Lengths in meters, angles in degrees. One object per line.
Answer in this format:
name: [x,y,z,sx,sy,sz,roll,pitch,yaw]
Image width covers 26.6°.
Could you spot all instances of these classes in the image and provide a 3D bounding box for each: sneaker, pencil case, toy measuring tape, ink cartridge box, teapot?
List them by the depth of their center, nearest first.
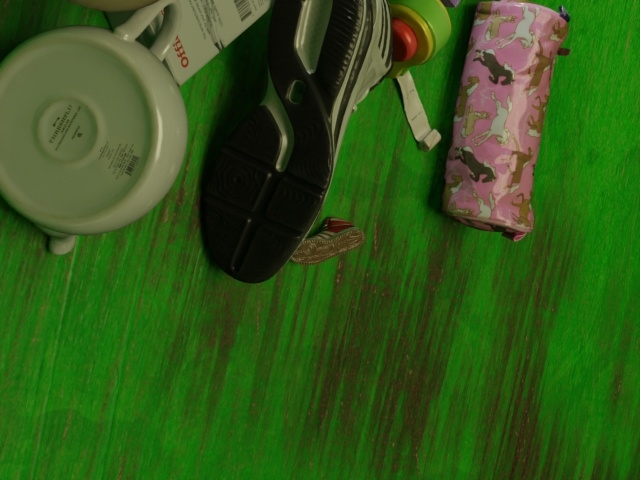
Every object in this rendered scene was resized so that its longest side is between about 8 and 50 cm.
teapot: [-0.256,-0.131,1.560,0.187,0.256,0.252,-22,94,-77]
ink cartridge box: [-0.168,-0.312,1.701,0.208,0.087,0.153,-46,130,-33]
sneaker: [0.002,-0.155,1.872,0.257,0.169,0.447,-11,123,-66]
sneaker: [0.000,0.000,2.006,0.119,0.067,0.042,-15,115,-15]
toy measuring tape: [0.157,-0.273,2.064,0.121,0.121,0.330,-46,130,-32]
pencil case: [0.302,-0.199,2.217,0.160,0.167,0.386,18,84,-82]

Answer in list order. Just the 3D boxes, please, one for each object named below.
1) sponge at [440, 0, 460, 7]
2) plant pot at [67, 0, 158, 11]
sponge: [0.174,-0.468,2.104,0.210,0.031,0.117,39,69,-47]
plant pot: [-0.200,-0.407,1.423,0.284,0.191,0.284,12,70,-35]
